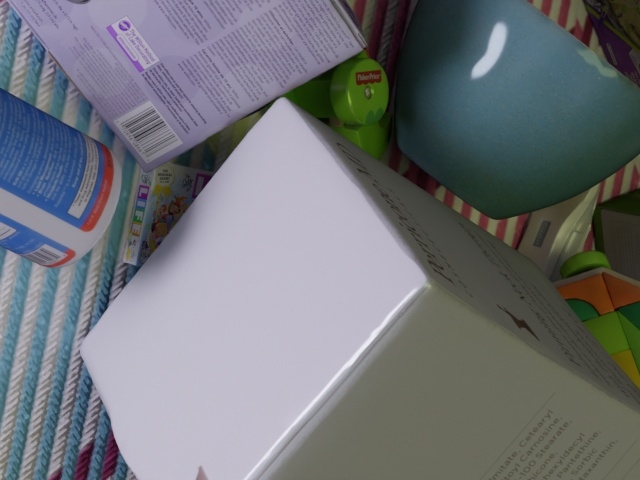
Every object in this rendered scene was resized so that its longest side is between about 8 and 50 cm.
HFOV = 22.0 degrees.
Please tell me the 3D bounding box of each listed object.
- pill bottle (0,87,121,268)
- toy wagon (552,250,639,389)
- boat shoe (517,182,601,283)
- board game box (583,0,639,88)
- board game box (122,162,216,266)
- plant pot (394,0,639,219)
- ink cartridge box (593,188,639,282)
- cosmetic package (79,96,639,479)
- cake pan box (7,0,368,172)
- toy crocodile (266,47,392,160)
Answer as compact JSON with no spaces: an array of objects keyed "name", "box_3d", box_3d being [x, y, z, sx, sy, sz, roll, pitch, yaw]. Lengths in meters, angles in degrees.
[{"name":"pill bottle","box_3d":[-0.291,-0.071,1.414,0.221,0.124,0.124,30,79,-37]},{"name":"toy wagon","box_3d":[0.302,0.135,1.767,0.344,0.267,0.068,-19,148,7]},{"name":"boat shoe","box_3d":[0.284,-0.013,1.905,0.063,0.066,0.184,31,78,-47]},{"name":"board game box","box_3d":[0.408,-0.214,1.873,0.056,0.208,0.346,-42,121,-25]},{"name":"board game box","box_3d":[-0.114,-0.017,1.620,0.154,0.026,0.103,10,91,-38]},{"name":"plant pot","box_3d":[0.189,-0.137,1.699,0.290,0.290,0.195,30,101,-37]},{"name":"ink cartridge box","box_3d":[0.449,0.053,1.918,0.097,0.255,0.188,-21,110,-33]},{"name":"cosmetic package","box_3d":[0.055,0.147,1.526,0.394,0.329,0.327,31,105,-38]},{"name":"cake pan box","box_3d":[-0.123,-0.215,1.472,0.246,0.070,0.267,-29,121,15]},{"name":"toy crocodile","box_3d":[-0.013,-0.212,1.612,0.105,0.115,0.340,-50,127,-36]}]
